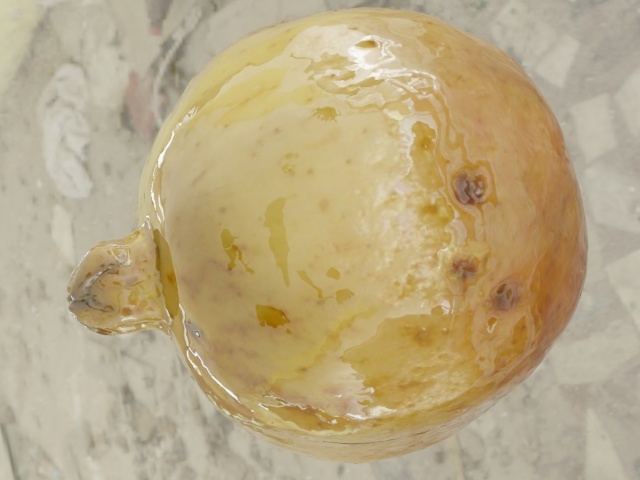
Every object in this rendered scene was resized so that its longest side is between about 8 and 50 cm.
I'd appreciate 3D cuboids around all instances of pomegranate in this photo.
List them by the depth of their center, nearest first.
[{"bbox_3d":[0.000,0.000,0.798,0.410,0.410,0.410,10,103,49],"label":"pomegranate"}]
